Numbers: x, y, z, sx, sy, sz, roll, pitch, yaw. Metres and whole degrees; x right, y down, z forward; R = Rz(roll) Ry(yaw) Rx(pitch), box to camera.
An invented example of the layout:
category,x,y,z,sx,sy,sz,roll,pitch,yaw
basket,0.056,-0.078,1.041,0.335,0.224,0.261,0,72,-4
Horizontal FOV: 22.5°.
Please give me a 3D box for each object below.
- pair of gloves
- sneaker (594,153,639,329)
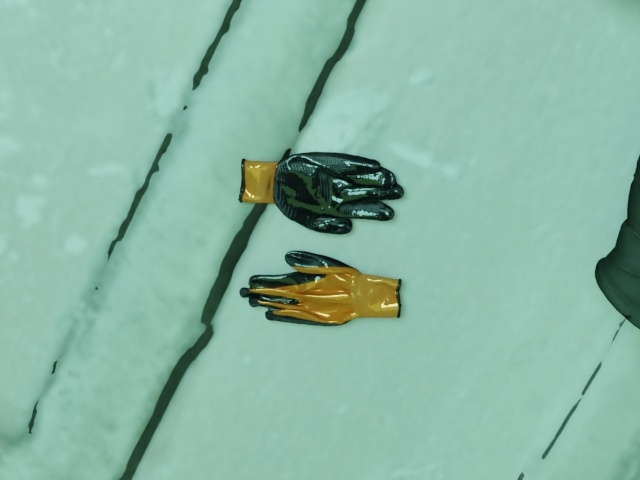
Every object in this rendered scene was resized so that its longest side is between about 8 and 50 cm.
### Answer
category,x,y,z,sx,sy,sz,roll,pitch,yaw
pair of gloves,0.000,0.000,0.720,0.074,0.010,0.083,2,110,4
sneaker,0.264,-0.004,0.656,0.286,0.109,0.130,8,107,-2
